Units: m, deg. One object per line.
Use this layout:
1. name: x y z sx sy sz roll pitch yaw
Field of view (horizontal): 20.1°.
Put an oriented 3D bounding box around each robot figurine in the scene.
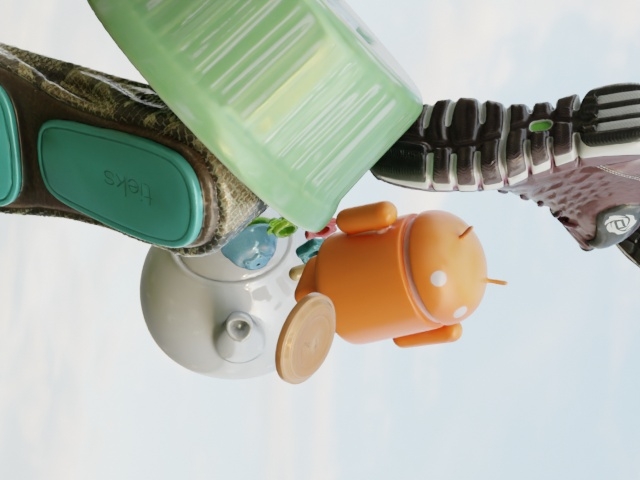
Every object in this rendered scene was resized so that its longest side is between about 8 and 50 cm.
1. robot figurine: 0.081 0.037 1.907 0.219 0.128 0.158 -14 -96 28

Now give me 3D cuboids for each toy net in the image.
1. toy net: 0.000 0.000 2.054 0.122 0.232 0.045 -43 -124 35

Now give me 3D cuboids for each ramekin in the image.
1. ramekin: -0.050 -0.167 1.551 0.148 0.303 0.303 -42 -153 8

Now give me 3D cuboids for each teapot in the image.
1. teapot: -0.106 0.027 2.188 0.256 0.252 0.187 31 -36 27

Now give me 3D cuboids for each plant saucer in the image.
1. plant saucer: -0.011 0.087 1.576 0.013 0.083 0.083 19 -75 30

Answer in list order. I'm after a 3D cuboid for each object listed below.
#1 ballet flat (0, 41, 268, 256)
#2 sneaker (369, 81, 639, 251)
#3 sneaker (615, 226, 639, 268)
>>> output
1. ballet flat: -0.233 -0.101 1.652 0.482 0.182 0.164 16 -62 29
2. sneaker: 0.190 -0.045 1.633 0.162 0.281 0.106 66 29 -42
3. sneaker: 0.437 0.048 1.942 0.107 0.283 0.124 -58 162 -21
